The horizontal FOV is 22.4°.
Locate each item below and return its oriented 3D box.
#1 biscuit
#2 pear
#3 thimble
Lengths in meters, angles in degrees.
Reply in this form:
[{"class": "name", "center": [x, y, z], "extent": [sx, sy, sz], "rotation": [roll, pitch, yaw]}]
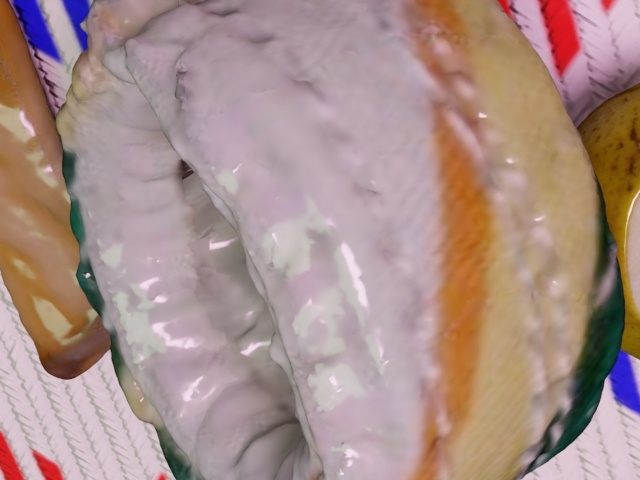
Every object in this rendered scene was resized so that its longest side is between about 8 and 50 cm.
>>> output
[{"class": "biscuit", "center": [-0.164, -0.028, 0.901], "extent": [0.164, 0.047, 0.208], "rotation": [-35, 105, 32]}, {"class": "pear", "center": [0.169, -0.015, 0.757], "extent": [0.141, 0.104, 0.141], "rotation": [-8, 115, -17]}, {"class": "thimble", "center": [0.000, 0.000, 0.739], "extent": [0.254, 0.167, 0.288], "rotation": [5, 115, 60]}]
